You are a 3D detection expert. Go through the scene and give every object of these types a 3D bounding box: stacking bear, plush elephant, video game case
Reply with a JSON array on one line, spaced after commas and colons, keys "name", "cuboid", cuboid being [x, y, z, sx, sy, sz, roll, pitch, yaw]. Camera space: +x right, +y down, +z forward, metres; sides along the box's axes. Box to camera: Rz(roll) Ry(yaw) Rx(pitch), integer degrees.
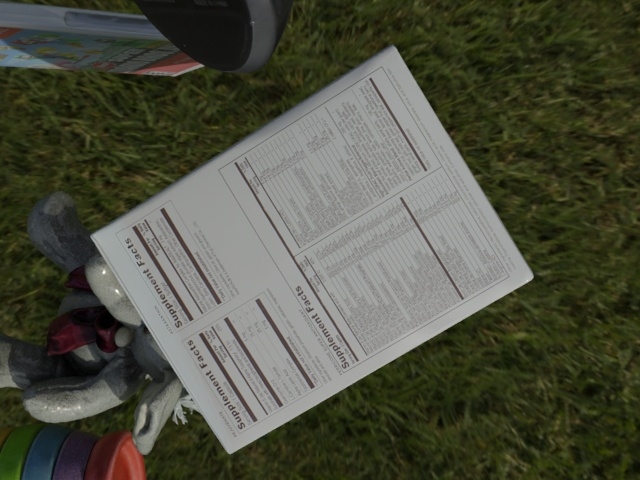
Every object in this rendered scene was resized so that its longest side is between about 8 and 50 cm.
[{"name": "stacking bear", "cuboid": [-0.379, 0.304, 1.176, 0.289, 0.175, 0.164, 2, 120, 4]}, {"name": "plush elephant", "cuboid": [-0.217, 0.097, 1.122, 0.330, 0.255, 0.272, 36, 57, -17]}, {"name": "video game case", "cuboid": [-0.236, -0.204, 0.997, 0.285, 0.204, 0.025, -3, 91, -35]}]

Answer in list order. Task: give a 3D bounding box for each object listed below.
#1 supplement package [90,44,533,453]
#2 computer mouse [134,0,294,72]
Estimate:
[{"name": "supplement package", "cuboid": [0.000, 0.000, 0.782, 0.263, 0.199, 0.198, -31, 93, 8]}, {"name": "computer mouse", "cuboid": [-0.074, -0.206, 0.459, 0.072, 0.188, 0.272, -47, 135, -26]}]
